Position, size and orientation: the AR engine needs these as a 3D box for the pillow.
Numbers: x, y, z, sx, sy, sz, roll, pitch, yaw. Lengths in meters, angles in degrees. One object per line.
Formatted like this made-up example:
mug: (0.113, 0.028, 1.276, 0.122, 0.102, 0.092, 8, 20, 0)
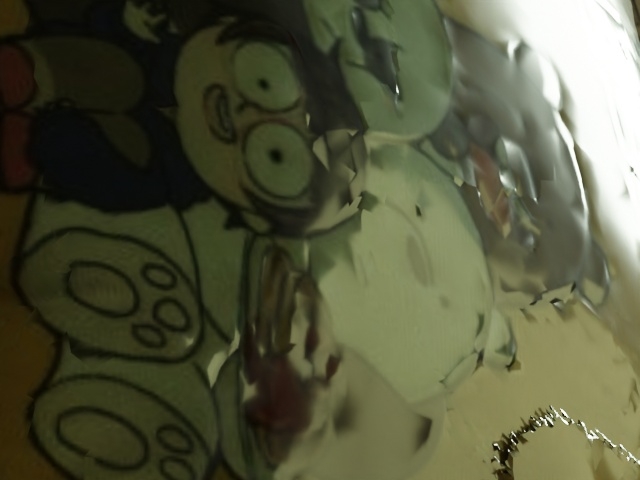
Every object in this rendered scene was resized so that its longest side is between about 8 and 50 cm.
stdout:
pillow: (0.000, 0.000, 0.491, 0.119, 0.312, 0.310, -28, -119, 37)
